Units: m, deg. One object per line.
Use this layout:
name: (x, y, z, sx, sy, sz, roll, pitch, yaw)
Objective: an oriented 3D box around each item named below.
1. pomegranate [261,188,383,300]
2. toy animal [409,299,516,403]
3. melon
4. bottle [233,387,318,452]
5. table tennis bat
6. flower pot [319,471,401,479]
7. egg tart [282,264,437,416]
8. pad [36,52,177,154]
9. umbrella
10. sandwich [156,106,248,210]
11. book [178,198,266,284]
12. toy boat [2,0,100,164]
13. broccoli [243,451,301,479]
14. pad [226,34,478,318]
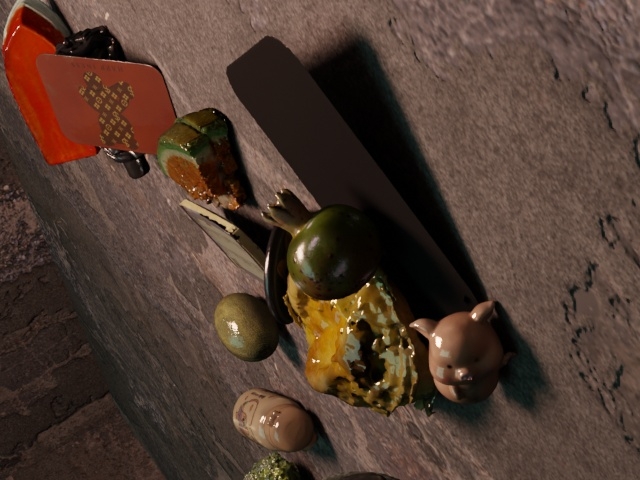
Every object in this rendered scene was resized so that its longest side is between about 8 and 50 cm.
pomegranate: (0.000, 0.000, 1.343, 0.142, 0.114, 0.114, 41, 163, -6)
toy animal: (0.150, 0.126, 1.298, 0.089, 0.083, 0.150, 50, 160, 37)
melon: (-0.123, 0.141, 2.013, 0.130, 0.098, 0.098, 47, 157, 29)
bottle: (-0.074, 0.324, 2.160, 0.110, 0.097, 0.209, 33, 170, -20)
table tennis bat: (-0.031, 0.053, 1.636, 0.027, 0.150, 0.236, 5, 153, 20)
flower pot: (0.039, 0.478, 1.759, 0.299, 0.299, 0.283, 52, 166, 26)
egg tart: (0.033, 0.113, 1.497, 0.297, 0.132, 0.297, 51, 160, 27)
pad: (-0.346, -0.221, 2.010, 0.267, 0.004, 0.181, 10, 132, 30)
umbrella: (-0.359, -0.227, 2.092, 0.122, 0.110, 0.272, -3, 122, 31)
sandwich: (-0.187, -0.116, 1.834, 0.235, 0.079, 0.159, 18, 134, 65)
book: (-0.124, 0.012, 1.886, 0.157, 0.026, 0.231, 48, 170, -28)
toy boat: (-0.516, -0.313, 2.343, 0.133, 0.145, 0.331, -97, -6, -54)
broccoli: (-0.077, 0.532, 2.347, 0.226, 0.176, 0.198, 51, 179, 1)
pad: (0.039, -0.073, 1.398, 0.375, 0.063, 0.315, 53, 163, -9)
